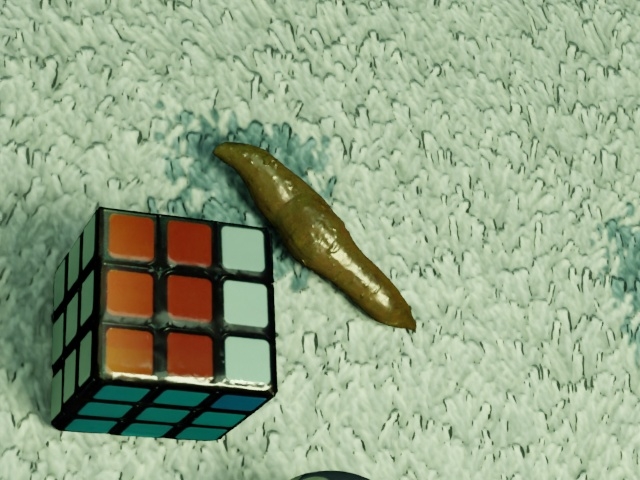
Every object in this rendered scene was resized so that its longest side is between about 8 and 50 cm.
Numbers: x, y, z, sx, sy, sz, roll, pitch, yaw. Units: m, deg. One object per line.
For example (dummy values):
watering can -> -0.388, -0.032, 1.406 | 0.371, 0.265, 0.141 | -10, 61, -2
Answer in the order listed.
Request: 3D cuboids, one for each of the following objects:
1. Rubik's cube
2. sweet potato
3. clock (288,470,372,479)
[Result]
Rubik's cube -> -0.139, 0.076, 1.290 | 0.160, 0.162, 0.163 | 7, 64, -22
sweet potato -> 0.000, 0.000, 1.453 | 0.274, 0.067, 0.067 | 46, 57, -7
clock -> -0.004, 0.313, 1.231 | 0.146, 0.199, 0.243 | 20, 78, -40
